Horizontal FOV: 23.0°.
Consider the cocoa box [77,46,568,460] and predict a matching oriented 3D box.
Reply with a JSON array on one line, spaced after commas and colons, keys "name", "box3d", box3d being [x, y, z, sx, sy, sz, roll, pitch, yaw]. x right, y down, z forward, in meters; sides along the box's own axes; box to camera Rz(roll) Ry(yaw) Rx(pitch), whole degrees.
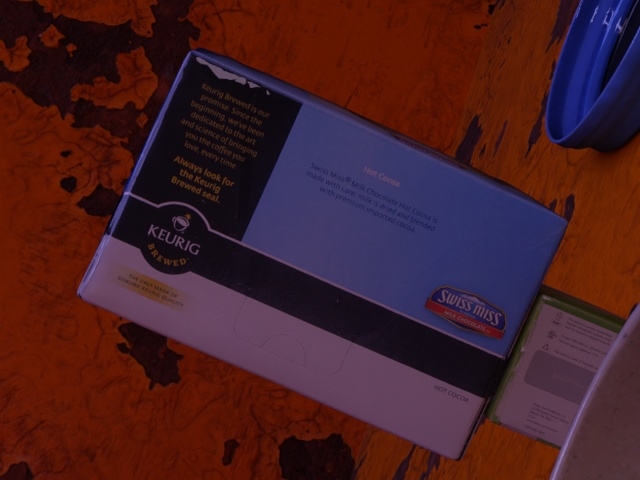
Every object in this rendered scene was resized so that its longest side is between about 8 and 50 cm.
[{"name": "cocoa box", "box3d": [0.000, 0.000, 1.372, 0.231, 0.347, 0.228, -111, 45, -82]}]

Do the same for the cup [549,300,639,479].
[{"name": "cup", "box3d": [0.273, 0.182, 0.836, 0.331, 0.237, 0.331, -157, 90, -83]}]

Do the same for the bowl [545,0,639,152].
[{"name": "bowl", "box3d": [0.411, -0.293, 2.042, 0.391, 0.077, 0.391, -158, 90, -84]}]

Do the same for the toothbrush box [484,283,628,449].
[{"name": "toothbrush box", "box3d": [0.242, 0.122, 1.441, 0.283, 0.206, 0.122, -137, 70, -84]}]
